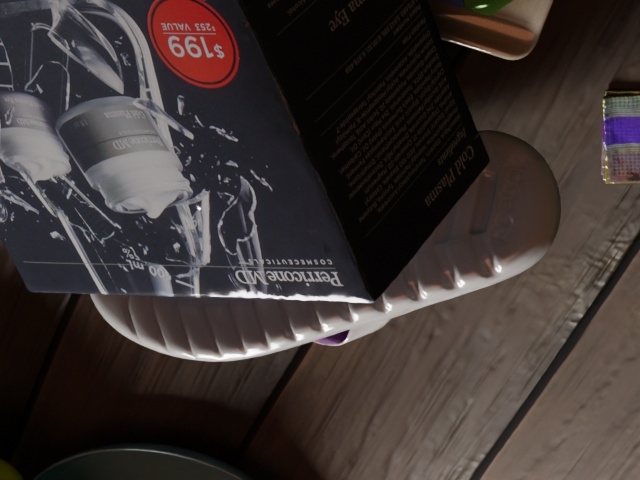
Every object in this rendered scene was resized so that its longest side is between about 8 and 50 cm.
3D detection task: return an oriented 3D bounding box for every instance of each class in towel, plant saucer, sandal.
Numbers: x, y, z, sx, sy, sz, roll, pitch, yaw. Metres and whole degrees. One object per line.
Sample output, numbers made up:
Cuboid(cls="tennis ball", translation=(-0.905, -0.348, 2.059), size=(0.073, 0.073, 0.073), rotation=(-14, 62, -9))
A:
Cuboid(cls="towel", translation=(0.248, -0.079, 1.336), size=(0.060, 0.009, 0.083), rotation=(3, 126, 12))
Cuboid(cls="plant saucer", translation=(-0.149, 0.310, 1.695), size=(0.317, 0.044, 0.317), rotation=(6, 126, 8))
Cuboid(cls="sandal", translation=(0.000, 0.015, 1.399), size=(0.416, 0.169, 0.102), rotation=(-6, 164, 23))

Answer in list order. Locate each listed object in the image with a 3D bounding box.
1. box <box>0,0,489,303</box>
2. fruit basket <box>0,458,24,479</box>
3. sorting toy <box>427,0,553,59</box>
Cuboid(cls="box", translation=(-0.106, -0.132, 1.200), size=(0.343, 0.179, 0.312), rotation=(0, 126, 39))
Cuboid(cls="fruit basket", translation=(-0.278, 0.382, 1.607), size=(0.392, 0.283, 0.392), rotation=(3, 143, 2))
Cuboid(cls="sorting toy", translation=(0.079, -0.225, 1.162), size=(0.193, 0.038, 0.208), rotation=(17, 134, 1))
